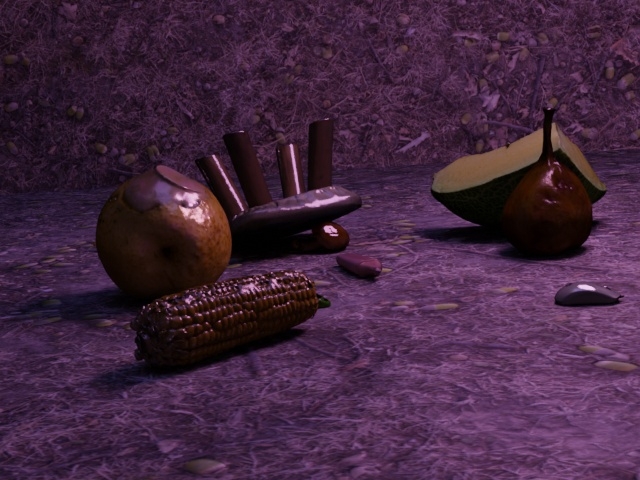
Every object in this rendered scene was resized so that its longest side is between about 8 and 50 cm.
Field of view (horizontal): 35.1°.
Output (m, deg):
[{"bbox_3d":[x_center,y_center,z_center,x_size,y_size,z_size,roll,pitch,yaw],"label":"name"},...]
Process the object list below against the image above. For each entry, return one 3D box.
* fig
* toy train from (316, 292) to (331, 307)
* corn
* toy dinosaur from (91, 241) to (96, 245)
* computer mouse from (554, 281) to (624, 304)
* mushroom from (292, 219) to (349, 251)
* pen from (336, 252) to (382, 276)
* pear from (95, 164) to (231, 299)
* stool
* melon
[{"bbox_3d":[0.481,-0.105,2.043,0.190,0.290,0.190,21,10,-4],"label":"fig"},{"bbox_3d":[-0.088,0.099,1.744,0.209,0.042,0.044,-5,10,-1],"label":"toy train"},{"bbox_3d":[-0.141,0.111,1.516,0.317,0.115,0.115,-13,13,-40],"label":"corn"},{"bbox_3d":[-0.472,0.005,2.474,0.162,0.039,0.126,-8,9,-26],"label":"toy dinosaur"},{"bbox_3d":[0.434,0.082,1.632,0.110,0.032,0.056,-2,11,13],"label":"computer mouse"},{"bbox_3d":[0.001,-0.008,2.247,0.129,0.073,0.088,-9,45,-6],"label":"mushroom"},{"bbox_3d":[0.082,0.049,1.994,0.053,0.032,0.197,-6,7,-16],"label":"pen"},{"bbox_3d":[-0.294,-0.001,1.912,0.271,0.271,0.271,-4,10,1],"label":"pear"},{"bbox_3d":[-0.101,-0.129,2.333,0.310,0.226,0.310,-10,-5,-25],"label":"stool"},{"bbox_3d":[0.435,-0.128,2.300,0.343,0.226,0.331,-29,-17,26],"label":"melon"}]
